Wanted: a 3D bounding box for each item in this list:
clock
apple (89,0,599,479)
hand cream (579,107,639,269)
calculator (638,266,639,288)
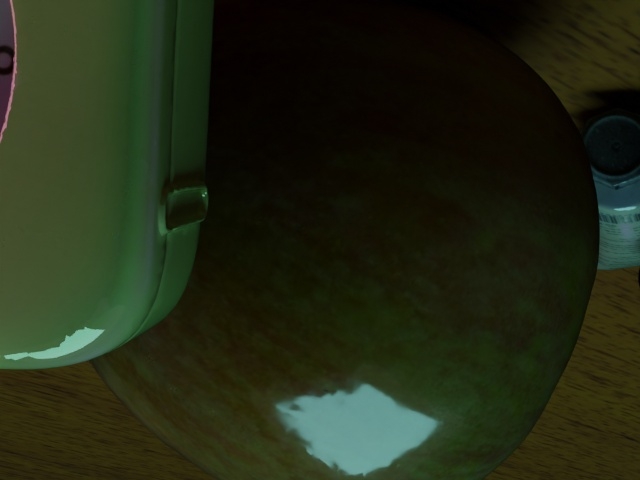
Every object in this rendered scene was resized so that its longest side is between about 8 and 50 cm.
[{"bbox_3d":[-0.197,-0.079,0.744,0.308,0.235,0.096,5,-172,11],"label":"clock"},{"bbox_3d":[0.000,0.000,0.904,0.234,0.257,0.257,27,155,-18],"label":"apple"},{"bbox_3d":[0.195,-0.019,1.151,0.095,0.059,0.276,-9,164,12],"label":"hand cream"},{"bbox_3d":[0.289,-0.025,1.053,0.220,0.048,0.330,-14,164,-6],"label":"calculator"}]
